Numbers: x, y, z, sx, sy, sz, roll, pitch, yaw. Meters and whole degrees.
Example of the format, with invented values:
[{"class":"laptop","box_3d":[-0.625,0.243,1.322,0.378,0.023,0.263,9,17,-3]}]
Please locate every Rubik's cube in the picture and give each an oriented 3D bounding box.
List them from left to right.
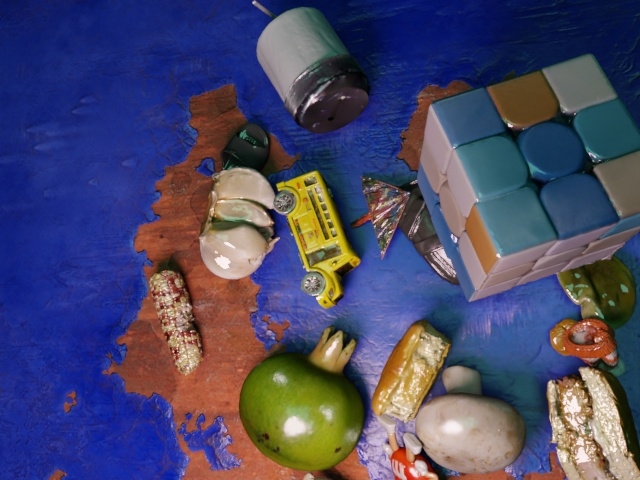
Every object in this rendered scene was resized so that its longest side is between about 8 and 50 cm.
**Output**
[{"class":"Rubik's cube","box_3d":[0.423,-0.110,1.180,0.347,0.347,0.344,-18,69,-3]}]

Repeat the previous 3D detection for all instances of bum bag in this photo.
[{"class":"bum bag","box_3d":[0.281,-0.029,1.394,0.142,0.080,0.326,-43,72,18]}]

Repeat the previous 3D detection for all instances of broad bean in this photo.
[{"class":"broad bean","box_3d":[0.625,0.101,1.287,0.153,0.072,0.206,-17,76,-2]}]

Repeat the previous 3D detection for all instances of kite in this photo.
[{"class":"kite","box_3d":[0.150,-0.072,1.441,0.189,0.009,0.232,-28,66,31]}]

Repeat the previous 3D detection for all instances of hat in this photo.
[{"class":"hat","box_3d":[0.610,0.248,1.238,0.162,0.112,0.093,50,62,-22]}]

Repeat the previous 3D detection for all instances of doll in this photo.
[{"class":"doll","box_3d":[0.203,0.516,1.308,0.085,0.183,0.217,-30,112,-21]}]

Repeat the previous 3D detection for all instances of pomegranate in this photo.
[{"class":"pomegranate","box_3d":[-0.036,0.370,1.356,0.310,0.216,0.358,28,90,20]}]

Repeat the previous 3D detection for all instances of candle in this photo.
[{"class":"candle","box_3d":[-0.033,-0.458,1.473,0.221,0.221,0.342,-32,72,9]}]

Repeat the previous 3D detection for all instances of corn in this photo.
[{"class":"corn","box_3d":[-0.382,0.216,1.533,0.098,0.098,0.289,-23,78,11]}]

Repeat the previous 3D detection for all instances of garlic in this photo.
[{"class":"garlic","box_3d":[-0.207,-0.033,1.488,0.203,0.184,0.280,11,66,-10]}]

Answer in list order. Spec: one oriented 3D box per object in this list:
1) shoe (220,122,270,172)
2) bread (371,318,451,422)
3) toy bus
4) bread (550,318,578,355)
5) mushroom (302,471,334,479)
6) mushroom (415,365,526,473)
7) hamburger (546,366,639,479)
[{"class":"shoe","box_3d":[-0.226,-0.209,1.555,0.108,0.093,0.241,28,92,18]},{"class":"bread","box_3d":[0.209,0.303,1.320,0.121,0.174,0.245,31,93,20]},{"class":"toy bus","box_3d":[0.000,0.000,1.436,0.152,0.144,0.330,-22,75,7]},{"class":"bread","box_3d":[0.566,0.218,1.301,0.083,0.046,0.080,-16,81,11]},{"class":"mushroom","box_3d":[0.070,0.643,1.336,0.278,0.099,0.096,42,58,2]},{"class":"mushroom","box_3d":[0.330,0.388,1.268,0.244,0.243,0.243,-2,82,15]},{"class":"hamburger","box_3d":[0.585,0.409,1.211,0.156,0.245,0.282,-18,122,37]}]
